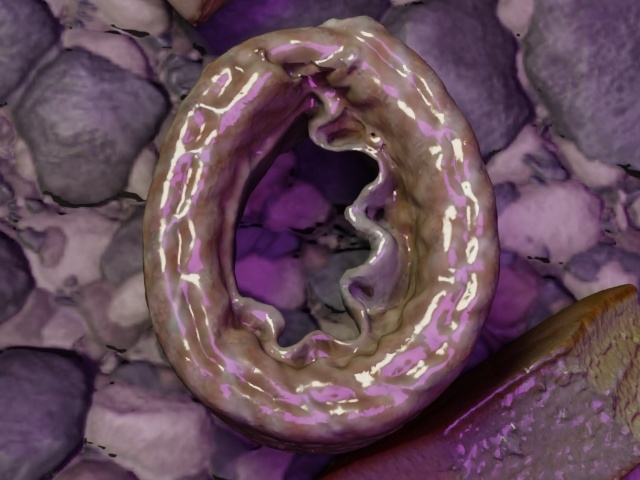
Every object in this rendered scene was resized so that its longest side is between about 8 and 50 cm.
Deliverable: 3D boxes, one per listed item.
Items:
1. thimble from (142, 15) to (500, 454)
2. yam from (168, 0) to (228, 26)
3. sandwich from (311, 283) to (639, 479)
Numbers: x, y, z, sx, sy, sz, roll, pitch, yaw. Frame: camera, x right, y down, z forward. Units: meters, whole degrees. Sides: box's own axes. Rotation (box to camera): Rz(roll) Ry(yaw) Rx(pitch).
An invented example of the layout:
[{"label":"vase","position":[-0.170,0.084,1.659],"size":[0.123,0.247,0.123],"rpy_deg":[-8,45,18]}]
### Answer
[{"label":"thimble","position":[-0.005,0.005,0.838],"size":[0.196,0.148,0.229],"rpy_deg":[-13,79,-7]},{"label":"yam","position":[0.033,-0.262,0.908],"size":[0.356,0.081,0.081],"rpy_deg":[-40,95,-13]},{"label":"sandwich","position":[0.120,0.118,0.895],"size":[0.258,0.096,0.094],"rpy_deg":[-34,99,-9]}]
